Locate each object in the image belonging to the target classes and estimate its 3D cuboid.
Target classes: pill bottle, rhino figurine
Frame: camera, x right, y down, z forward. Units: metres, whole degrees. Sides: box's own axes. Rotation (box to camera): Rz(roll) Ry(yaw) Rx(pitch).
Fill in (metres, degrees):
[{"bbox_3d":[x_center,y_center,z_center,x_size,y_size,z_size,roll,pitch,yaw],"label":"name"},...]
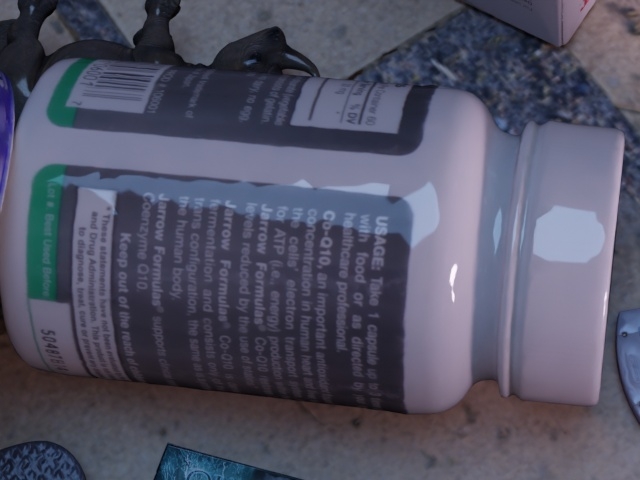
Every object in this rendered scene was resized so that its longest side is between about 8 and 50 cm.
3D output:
[{"bbox_3d":[0.000,0.000,1.142,0.361,0.204,0.204,6,65,9],"label":"pill bottle"},{"bbox_3d":[-0.121,-0.114,1.283,0.243,0.073,0.106,1,61,5],"label":"rhino figurine"}]

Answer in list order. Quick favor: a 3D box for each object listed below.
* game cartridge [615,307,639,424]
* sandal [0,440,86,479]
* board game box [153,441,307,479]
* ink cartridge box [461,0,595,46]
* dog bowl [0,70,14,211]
[{"bbox_3d":[0.220,0.082,1.184,0.056,0.017,0.083,-8,64,-1],"label":"game cartridge"},{"bbox_3d":[-0.273,0.191,1.173,0.254,0.054,0.097,-7,71,-7],"label":"sandal"},{"bbox_3d":[-0.028,0.208,1.144,0.186,0.026,0.126,14,67,13],"label":"board game box"},{"bbox_3d":[0.128,-0.308,1.238,0.197,0.270,0.198,27,70,19],"label":"ink cartridge box"},{"bbox_3d":[-0.283,0.003,1.135,0.104,0.265,0.265,18,63,-22],"label":"dog bowl"}]
